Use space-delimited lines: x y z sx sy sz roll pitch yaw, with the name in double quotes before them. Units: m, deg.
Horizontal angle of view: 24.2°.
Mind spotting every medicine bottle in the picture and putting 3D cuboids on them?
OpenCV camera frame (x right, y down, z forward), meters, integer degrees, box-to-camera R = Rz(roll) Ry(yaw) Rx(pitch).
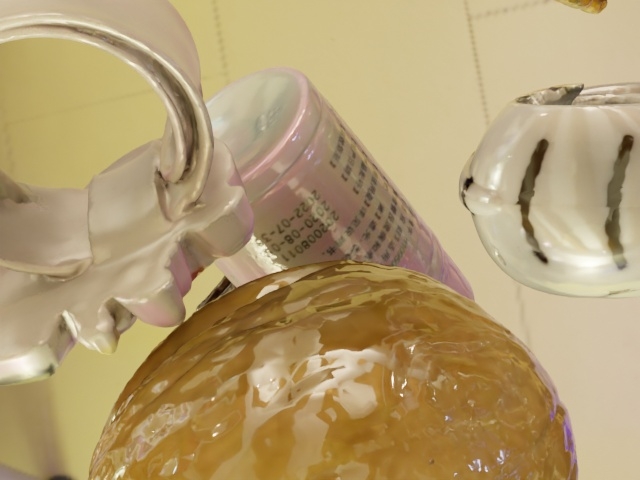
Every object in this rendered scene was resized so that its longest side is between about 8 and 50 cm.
"medicine bottle" 0.000 0.000 1.198 0.152 0.254 0.152 -27 35 21

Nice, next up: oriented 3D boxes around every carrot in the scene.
"carrot" 0.248 -0.271 1.574 0.042 0.171 0.042 -8 78 39

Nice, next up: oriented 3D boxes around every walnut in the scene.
"walnut" 0.003 0.164 0.966 0.333 0.333 0.332 -1 87 17

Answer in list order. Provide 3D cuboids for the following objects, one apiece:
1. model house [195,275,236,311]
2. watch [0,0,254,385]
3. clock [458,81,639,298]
"model house" -0.079 0.117 1.893 0.165 0.106 0.152 28 68 -22
"watch" -0.183 -0.047 0.976 0.244 0.231 0.196 -26 35 8
"clock" 0.139 -0.018 0.539 0.176 0.117 0.080 -1 97 2
